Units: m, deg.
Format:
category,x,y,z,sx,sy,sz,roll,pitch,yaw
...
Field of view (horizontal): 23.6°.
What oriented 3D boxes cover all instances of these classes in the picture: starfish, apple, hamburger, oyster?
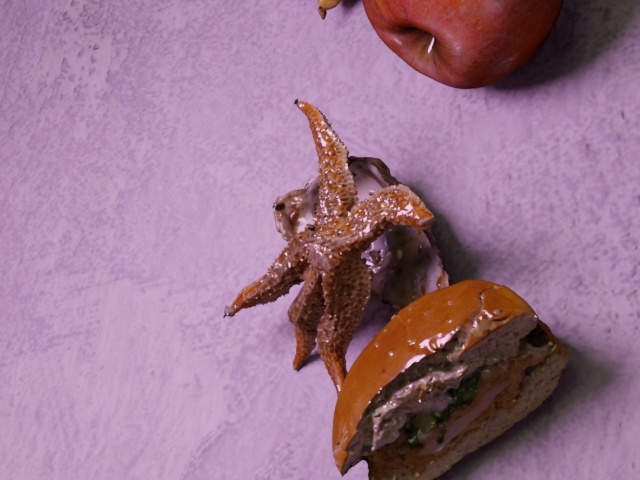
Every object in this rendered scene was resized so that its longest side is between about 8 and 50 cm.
category,x,y,z,sx,sy,sz,roll,pitch,yaw
starfish,-0.009,0.025,1.794,0.301,0.084,0.294,42,119,41
apple,0.180,-0.314,1.846,0.253,0.253,0.254,-18,54,27
hamburger,0.120,0.143,1.666,0.283,0.144,0.157,-38,38,15
oyster,0.066,0.000,1.848,0.294,0.094,0.166,47,114,34

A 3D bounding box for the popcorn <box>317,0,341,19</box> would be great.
category,x,y,z,sx,sy,sz,roll,pitch,yaw
popcorn,0.016,-0.431,2.072,0.253,0.190,0.191,-28,43,25
